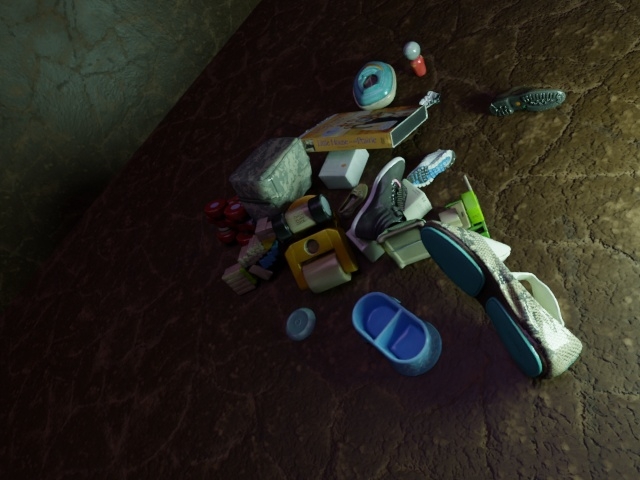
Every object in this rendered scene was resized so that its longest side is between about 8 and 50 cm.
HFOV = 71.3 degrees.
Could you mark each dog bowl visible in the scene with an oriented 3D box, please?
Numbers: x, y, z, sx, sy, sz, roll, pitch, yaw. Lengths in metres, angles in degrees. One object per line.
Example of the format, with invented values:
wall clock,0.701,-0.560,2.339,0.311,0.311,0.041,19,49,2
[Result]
dog bowl,0.208,0.259,1.295,0.166,0.074,0.297,-50,47,-4

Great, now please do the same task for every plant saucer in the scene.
plant saucer,-0.073,0.279,1.508,0.119,0.021,0.119,-18,51,24

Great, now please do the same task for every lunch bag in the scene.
lunch bag,-0.167,-0.209,1.703,0.213,0.256,0.305,3,45,34

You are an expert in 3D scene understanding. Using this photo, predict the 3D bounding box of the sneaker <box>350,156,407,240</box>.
sneaker,0.226,-0.116,1.393,0.147,0.104,0.295,25,83,38

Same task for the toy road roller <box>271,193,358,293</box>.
toy road roller,0.000,0.000,1.562,0.203,0.240,0.329,-24,87,19

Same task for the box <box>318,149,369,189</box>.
box,0.092,-0.292,1.733,0.130,0.091,0.170,6,64,36

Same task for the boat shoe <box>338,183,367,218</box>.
boat shoe,0.120,-0.153,1.650,0.056,0.048,0.153,29,79,43

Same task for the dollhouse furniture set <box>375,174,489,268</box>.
dollhouse furniture set,0.325,-0.058,1.343,0.302,0.197,0.151,-22,52,20

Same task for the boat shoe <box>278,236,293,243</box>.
boat shoe,-0.090,-0.057,1.722,0.184,0.066,0.063,-36,61,5

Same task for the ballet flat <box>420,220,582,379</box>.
ballet flat,0.462,0.115,1.144,0.182,0.164,0.482,-26,62,-16

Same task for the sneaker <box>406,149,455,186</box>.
sneaker,0.367,-0.252,1.538,0.191,0.071,0.083,-33,34,-9

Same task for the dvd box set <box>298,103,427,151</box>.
dvd box set,0.155,-0.430,1.715,0.420,0.062,0.307,6,35,37

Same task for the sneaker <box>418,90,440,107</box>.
sneaker,0.423,-0.530,1.705,0.069,0.038,0.098,25,77,43

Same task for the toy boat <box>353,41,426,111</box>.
toy boat,0.272,-0.687,1.839,0.318,0.148,0.267,-23,50,21

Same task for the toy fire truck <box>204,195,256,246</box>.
toy fire truck,-0.320,-0.120,1.874,0.302,0.169,0.254,9,42,37

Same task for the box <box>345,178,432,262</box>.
box,0.227,-0.066,1.487,0.275,0.094,0.113,-44,47,1

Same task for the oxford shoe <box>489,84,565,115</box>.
oxford shoe,0.681,-0.478,1.467,0.227,0.083,0.096,8,61,36

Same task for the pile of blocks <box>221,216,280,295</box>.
pile of blocks,-0.230,0.051,1.669,0.362,0.149,0.112,-50,20,30
